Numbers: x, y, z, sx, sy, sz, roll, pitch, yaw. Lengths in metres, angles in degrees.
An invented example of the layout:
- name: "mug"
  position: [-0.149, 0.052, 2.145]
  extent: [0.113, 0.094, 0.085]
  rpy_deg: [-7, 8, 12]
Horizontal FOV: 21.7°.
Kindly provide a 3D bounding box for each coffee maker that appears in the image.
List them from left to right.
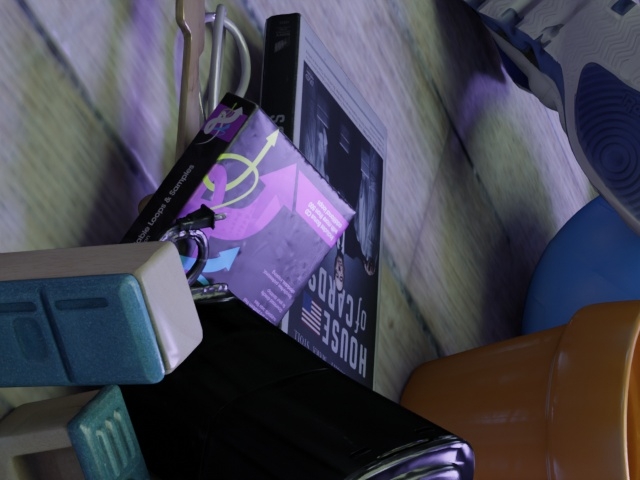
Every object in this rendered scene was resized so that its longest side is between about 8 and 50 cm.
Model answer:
- name: "coffee maker"
  position: [-0.023, 0.102, 0.834]
  extent: [0.120, 0.178, 0.171]
  rpy_deg: [-37, 133, -27]

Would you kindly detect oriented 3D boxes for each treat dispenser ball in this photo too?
- name: "treat dispenser ball"
  position: [0.315, 0.084, 1.424]
  extent: [0.288, 0.288, 0.288]
  rpy_deg: [17, 71, -61]

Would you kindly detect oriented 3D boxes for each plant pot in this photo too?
- name: "plant pot"
  position: [0.166, 0.149, 1.233]
  extent: [0.205, 0.187, 0.205]
  rpy_deg: [14, 74, -61]

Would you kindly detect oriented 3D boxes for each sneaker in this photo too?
- name: "sneaker"
  position: [0.227, -0.148, 1.381]
  extent: [0.315, 0.127, 0.182]
  rpy_deg: [55, 10, 18]

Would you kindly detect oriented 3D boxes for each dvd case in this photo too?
- name: "dvd case"
  position: [0.000, 0.000, 1.079]
  extent: [0.179, 0.029, 0.239]
  rpy_deg: [46, 43, -61]

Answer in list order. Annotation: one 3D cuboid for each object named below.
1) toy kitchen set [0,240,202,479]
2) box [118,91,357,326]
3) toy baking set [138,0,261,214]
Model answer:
- name: "toy kitchen set"
  position: [-0.124, 0.130, 0.748]
  extent: [0.166, 0.122, 0.207]
  rpy_deg: [-48, 127, -55]
- name: "box"
  position: [-0.059, 0.017, 0.913]
  extent: [0.162, 0.029, 0.116]
  rpy_deg: [-55, 138, -9]
- name: "toy baking set"
  position: [-0.062, -0.031, 1.000]
  extent: [0.256, 0.030, 0.197]
  rpy_deg: [67, 26, -43]
